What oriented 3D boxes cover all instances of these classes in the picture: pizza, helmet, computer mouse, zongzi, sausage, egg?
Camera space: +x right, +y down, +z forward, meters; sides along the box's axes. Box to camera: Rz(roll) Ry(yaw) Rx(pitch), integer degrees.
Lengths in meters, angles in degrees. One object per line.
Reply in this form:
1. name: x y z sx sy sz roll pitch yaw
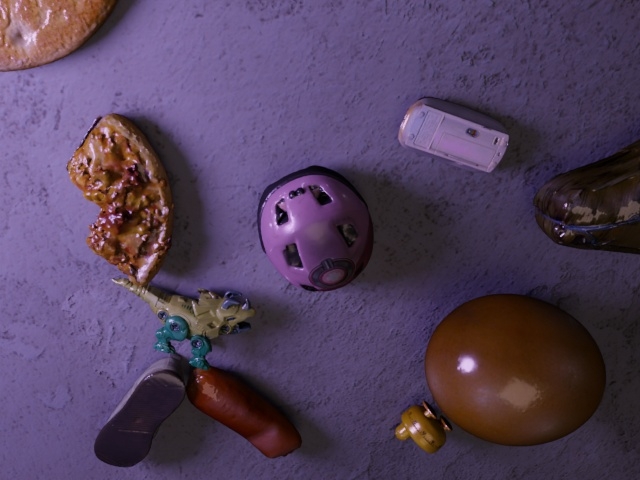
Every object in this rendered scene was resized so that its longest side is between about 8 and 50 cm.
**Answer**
1. pizza: -0.376 -0.330 0.892 0.271 0.056 0.134 -44 119 15
2. helmet: 0.000 0.000 1.089 0.199 0.154 0.253 -24 115 1
3. computer mouse: 0.226 -0.178 1.090 0.199 0.044 0.102 14 114 -17
4. zongzi: 0.564 -0.142 1.106 0.323 0.160 0.360 5 117 -14
5. pizza: -0.320 -0.056 1.033 0.162 0.085 0.305 -7 118 -6
6. sausage: -0.149 0.345 1.282 0.089 0.083 0.300 -41 120 5
7. egg: 0.368 0.244 1.207 0.352 0.282 0.282 15 114 -18

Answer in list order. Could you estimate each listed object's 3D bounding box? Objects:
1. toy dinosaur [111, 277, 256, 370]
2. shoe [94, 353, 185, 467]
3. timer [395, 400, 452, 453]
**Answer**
1. toy dinosaur: -0.255 0.137 1.150 0.260 0.094 0.153 17 114 -10
2. shoe: -0.343 0.330 1.231 0.103 0.098 0.274 34 109 -17
3. timer: 0.213 0.410 1.370 0.109 0.107 0.107 -44 117 9
